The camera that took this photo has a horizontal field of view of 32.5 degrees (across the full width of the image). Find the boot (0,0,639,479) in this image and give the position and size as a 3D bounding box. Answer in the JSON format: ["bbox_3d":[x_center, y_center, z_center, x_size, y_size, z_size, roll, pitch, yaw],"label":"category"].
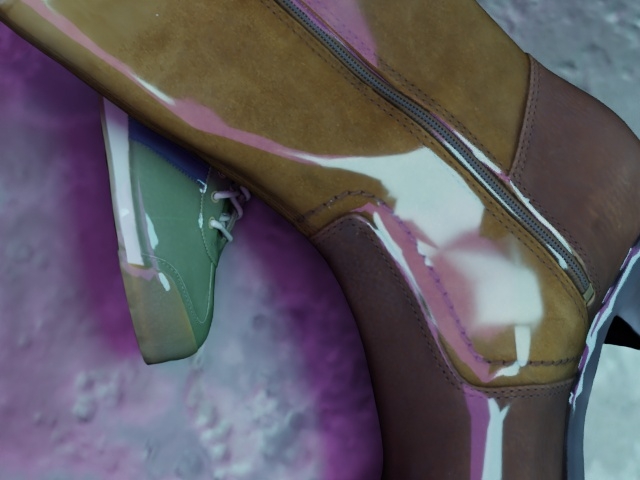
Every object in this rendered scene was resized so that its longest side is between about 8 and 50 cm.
[{"bbox_3d":[0.000,0.000,0.404,0.280,0.096,0.264,42,78,-17],"label":"boot"}]

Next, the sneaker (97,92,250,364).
[{"bbox_3d":[-0.046,-0.049,0.460,0.086,0.064,0.192,-8,80,-3],"label":"sneaker"}]
